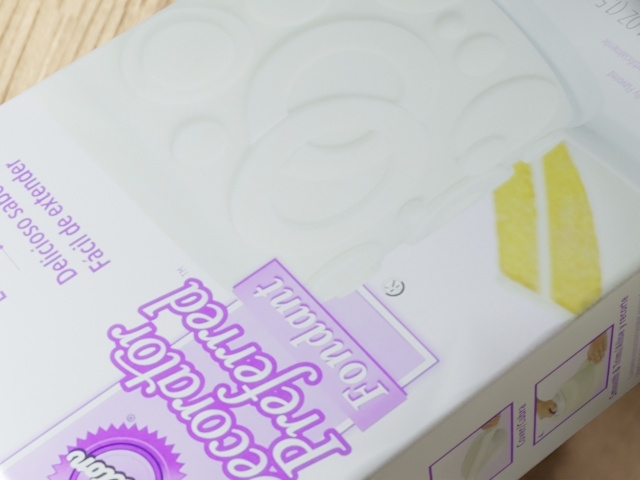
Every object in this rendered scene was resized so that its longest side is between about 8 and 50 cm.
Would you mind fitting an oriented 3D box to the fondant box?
[{"bbox_3d":[0.000,0.000,0.572,0.330,0.096,0.238,-35,57,-17],"label":"fondant box"}]
